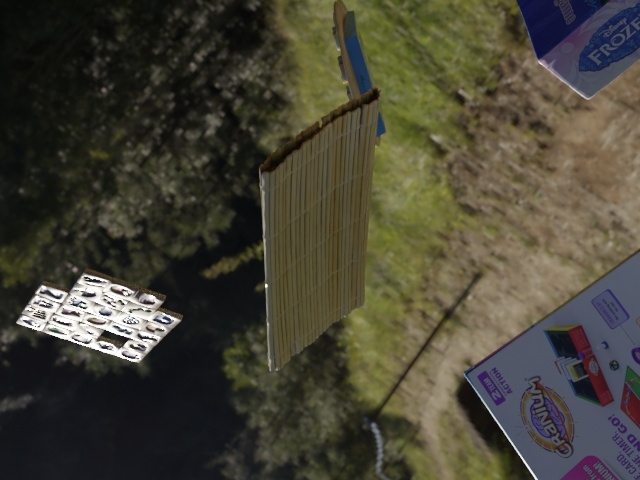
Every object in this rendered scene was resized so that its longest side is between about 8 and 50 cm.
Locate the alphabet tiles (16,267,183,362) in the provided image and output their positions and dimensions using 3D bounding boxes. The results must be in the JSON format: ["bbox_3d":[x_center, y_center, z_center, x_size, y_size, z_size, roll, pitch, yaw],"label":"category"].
[{"bbox_3d":[-0.317,0.106,1.510,0.198,0.009,0.237,22,146,-19],"label":"alphabet tiles"}]

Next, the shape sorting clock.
[{"bbox_3d":[0.049,-0.227,1.434,0.206,0.040,0.206,-16,-90,-83],"label":"shape sorting clock"}]

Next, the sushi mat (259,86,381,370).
[{"bbox_3d":[0.000,0.000,1.031,0.019,0.151,0.317,39,149,27],"label":"sushi mat"}]

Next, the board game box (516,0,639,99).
[{"bbox_3d":[0.268,-0.317,0.793,0.066,0.318,0.319,28,-144,-32],"label":"board game box"}]

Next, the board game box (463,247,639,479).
[{"bbox_3d":[0.338,0.150,1.085,0.064,0.316,0.242,-14,-113,-56],"label":"board game box"}]
